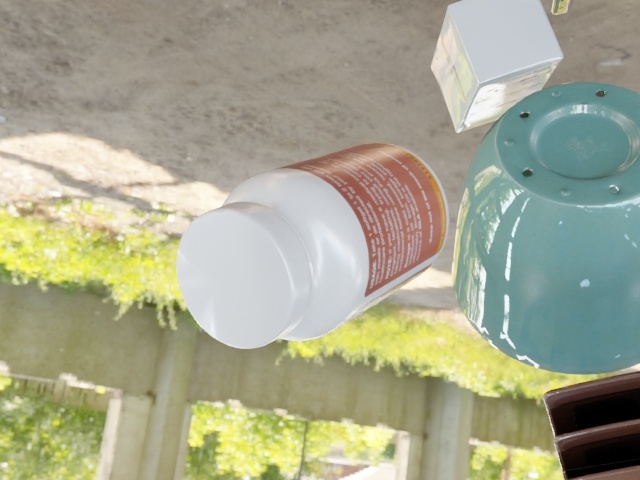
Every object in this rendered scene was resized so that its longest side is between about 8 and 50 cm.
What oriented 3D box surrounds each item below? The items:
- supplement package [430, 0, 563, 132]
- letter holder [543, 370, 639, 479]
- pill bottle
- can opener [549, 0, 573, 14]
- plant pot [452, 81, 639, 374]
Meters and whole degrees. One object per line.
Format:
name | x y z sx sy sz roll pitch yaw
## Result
supplement package | 0.208 -0.219 0.988 0.105 0.105 0.179 -18 169 -2
letter holder | 0.570 0.346 1.435 0.302 0.152 0.214 -14 137 14
pill bottle | 0.000 0.000 0.589 0.121 0.121 0.216 -1 -168 32
can opener | 0.438 -0.493 1.548 0.095 0.076 0.283 -9 180 14
plant pot | 0.292 -0.033 0.915 0.293 0.293 0.235 4 143 15
